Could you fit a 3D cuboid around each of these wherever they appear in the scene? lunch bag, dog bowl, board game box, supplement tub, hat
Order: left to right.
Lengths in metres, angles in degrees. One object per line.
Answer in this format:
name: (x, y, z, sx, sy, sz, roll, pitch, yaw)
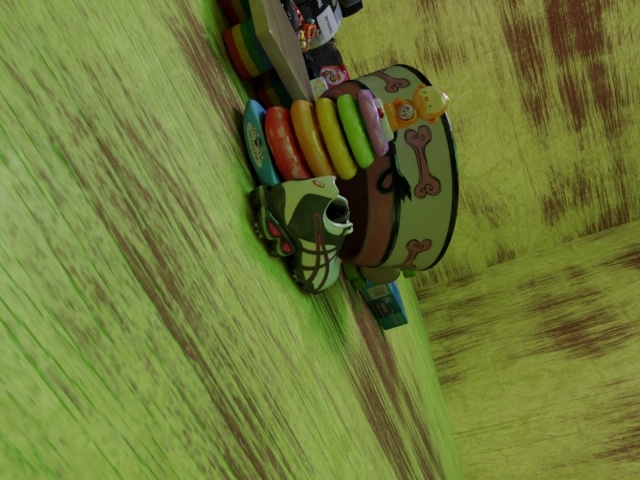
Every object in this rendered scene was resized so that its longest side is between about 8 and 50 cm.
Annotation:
supplement tub: (-0.071, -0.695, 1.467, 0.316, 0.194, 0.193, 52, 21, -60)
lunch bag: (-0.012, -0.485, 1.723, 0.083, 0.071, 0.053, 51, 23, -59)
hat: (0.012, -0.710, 2.092, 0.331, 0.134, 0.331, -18, 90, -80)
lunch bag: (0.070, -0.451, 1.933, 0.258, 0.120, 0.292, 81, -2, -63)
dog bowl: (0.097, -0.128, 1.055, 0.408, 0.151, 0.407, 171, -90, -73)
board game box: (0.152, 0.056, 1.578, 0.253, 0.079, 0.335, 58, 16, -49)

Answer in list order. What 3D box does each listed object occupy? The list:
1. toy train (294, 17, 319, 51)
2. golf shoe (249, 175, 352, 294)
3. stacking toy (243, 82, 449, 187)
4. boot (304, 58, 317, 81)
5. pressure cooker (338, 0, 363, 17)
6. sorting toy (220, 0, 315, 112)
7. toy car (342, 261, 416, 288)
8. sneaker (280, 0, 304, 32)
toy train: (-0.041, -0.486, 1.400, 0.125, 0.046, 0.166, -45, 152, -64)
golf shoe: (0.000, 0.000, 0.795, 0.273, 0.120, 0.105, 54, 18, -61)
stacking toy: (0.049, -0.164, 0.825, 0.166, 0.302, 0.175, 35, 38, -73)
boot: (-0.036, -0.565, 1.816, 0.099, 0.045, 0.121, 1, 77, -83)
pressure cooker: (0.010, -0.986, 1.856, 0.420, 0.376, 0.369, 59, 44, -59)
sorting toy: (-0.101, -0.358, 0.990, 0.255, 0.090, 0.257, 53, 21, -58)
toy car: (0.133, 0.004, 1.317, 0.149, 0.155, 0.188, 52, 27, -62)
sneaker: (-0.104, -0.566, 1.347, 0.276, 0.098, 0.135, 74, 21, -54)
